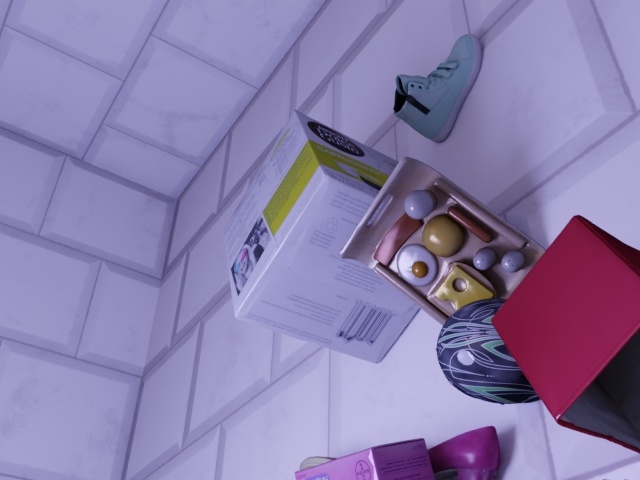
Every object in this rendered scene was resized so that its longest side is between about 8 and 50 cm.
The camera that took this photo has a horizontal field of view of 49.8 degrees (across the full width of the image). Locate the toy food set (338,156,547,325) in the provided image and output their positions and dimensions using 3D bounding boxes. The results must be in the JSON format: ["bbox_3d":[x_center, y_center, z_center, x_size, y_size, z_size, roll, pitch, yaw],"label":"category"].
[{"bbox_3d":[0.205,0.033,1.163,0.220,0.306,0.092,-57,-16,21],"label":"toy food set"}]

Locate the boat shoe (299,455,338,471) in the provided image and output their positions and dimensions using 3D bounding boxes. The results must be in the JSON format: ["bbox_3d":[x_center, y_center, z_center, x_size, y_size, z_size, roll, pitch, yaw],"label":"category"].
[{"bbox_3d":[0.046,0.459,1.284,0.285,0.104,0.089,-25,46,54],"label":"boat shoe"}]

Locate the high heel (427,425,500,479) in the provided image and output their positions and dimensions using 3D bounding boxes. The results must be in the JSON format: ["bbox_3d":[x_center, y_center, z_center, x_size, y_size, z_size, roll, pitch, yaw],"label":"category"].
[{"bbox_3d":[0.187,0.337,1.122,0.244,0.082,0.117,-1,76,59],"label":"high heel"}]

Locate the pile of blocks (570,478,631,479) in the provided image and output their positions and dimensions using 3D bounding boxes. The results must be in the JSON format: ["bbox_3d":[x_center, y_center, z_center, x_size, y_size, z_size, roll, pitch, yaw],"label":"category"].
[{"bbox_3d":[0.271,0.357,0.871,0.362,0.149,0.113,-40,36,45],"label":"pile of blocks"}]

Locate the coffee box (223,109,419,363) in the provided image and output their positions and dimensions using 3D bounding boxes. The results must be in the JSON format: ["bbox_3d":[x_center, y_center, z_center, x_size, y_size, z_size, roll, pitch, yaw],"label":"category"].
[{"bbox_3d":[0.031,-0.011,1.433,0.338,0.337,0.334,-57,26,21],"label":"coffee box"}]

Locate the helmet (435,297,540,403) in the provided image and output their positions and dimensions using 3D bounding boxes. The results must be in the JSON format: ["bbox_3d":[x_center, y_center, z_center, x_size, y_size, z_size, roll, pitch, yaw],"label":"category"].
[{"bbox_3d":[0.263,0.164,1.032,0.169,0.161,0.169,-45,33,40],"label":"helmet"}]

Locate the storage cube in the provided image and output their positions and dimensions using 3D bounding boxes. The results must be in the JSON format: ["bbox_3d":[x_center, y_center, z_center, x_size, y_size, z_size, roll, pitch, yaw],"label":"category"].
[{"bbox_3d":[0.365,0.114,0.847,0.215,0.183,0.193,-58,25,20],"label":"storage cube"}]

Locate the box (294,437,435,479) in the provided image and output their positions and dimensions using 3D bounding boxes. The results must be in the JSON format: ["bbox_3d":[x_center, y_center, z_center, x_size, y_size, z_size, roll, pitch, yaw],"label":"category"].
[{"bbox_3d":[0.084,0.458,1.076,0.213,0.117,0.243,-35,61,46],"label":"box"}]

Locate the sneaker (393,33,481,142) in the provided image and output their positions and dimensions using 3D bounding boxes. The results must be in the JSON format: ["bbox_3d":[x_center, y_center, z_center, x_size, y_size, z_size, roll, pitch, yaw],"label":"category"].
[{"bbox_3d":[0.251,-0.362,1.513,0.094,0.151,0.256,10,77,66],"label":"sneaker"}]
